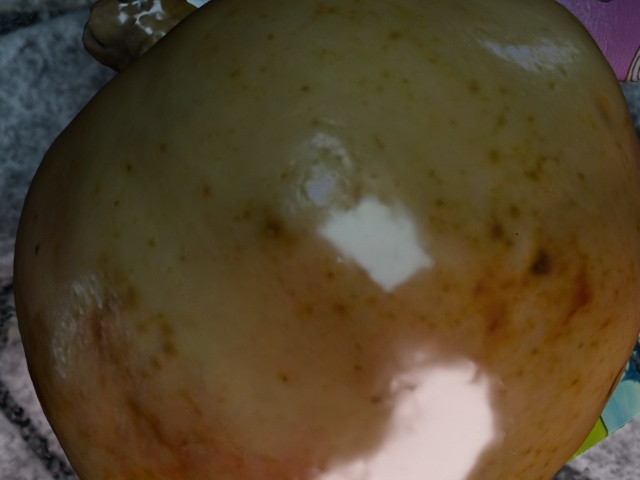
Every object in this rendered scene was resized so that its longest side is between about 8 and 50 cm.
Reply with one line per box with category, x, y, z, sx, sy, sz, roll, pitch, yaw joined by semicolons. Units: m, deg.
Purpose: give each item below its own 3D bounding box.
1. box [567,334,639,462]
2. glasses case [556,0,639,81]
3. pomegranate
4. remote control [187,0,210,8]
box;0.248;0.035;1.024;0.335;0.047;0.187;-30;101;-9
glasses case;0.129;-0.184;0.960;0.316;0.076;0.123;1;94;-14
pomegranate;0.000;0.000;0.782;0.411;0.411;0.412;-1;95;-14
remote control;-0.051;-0.141;0.944;0.184;0.027;0.050;33;84;-13
